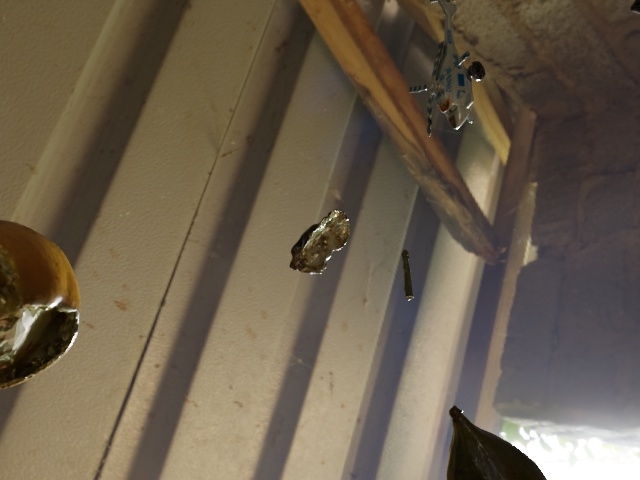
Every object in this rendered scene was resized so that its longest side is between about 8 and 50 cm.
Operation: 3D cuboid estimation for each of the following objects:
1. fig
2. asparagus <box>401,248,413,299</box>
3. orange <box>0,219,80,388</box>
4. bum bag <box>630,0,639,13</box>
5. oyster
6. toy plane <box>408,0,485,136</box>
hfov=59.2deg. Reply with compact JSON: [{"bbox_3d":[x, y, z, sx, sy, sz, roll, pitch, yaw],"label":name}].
[{"bbox_3d":[0.238,0.308,0.765,0.127,0.133,0.184,-1,-100,-35],"label":"fig"},{"bbox_3d":[0.138,0.050,0.898,0.014,0.015,0.114,9,-138,-3],"label":"asparagus"},{"bbox_3d":[-0.290,0.060,0.504,0.134,0.156,0.156,21,-117,10],"label":"orange"},{"bbox_3d":[0.461,-0.310,0.685,0.087,0.197,0.049,24,-94,2],"label":"bum bag"},{"bbox_3d":[-0.002,0.003,0.578,0.083,0.019,0.054,-46,-46,-27],"label":"oyster"},{"bbox_3d":[0.257,-0.357,1.130,0.107,0.182,0.273,5,-116,-23],"label":"toy plane"}]
